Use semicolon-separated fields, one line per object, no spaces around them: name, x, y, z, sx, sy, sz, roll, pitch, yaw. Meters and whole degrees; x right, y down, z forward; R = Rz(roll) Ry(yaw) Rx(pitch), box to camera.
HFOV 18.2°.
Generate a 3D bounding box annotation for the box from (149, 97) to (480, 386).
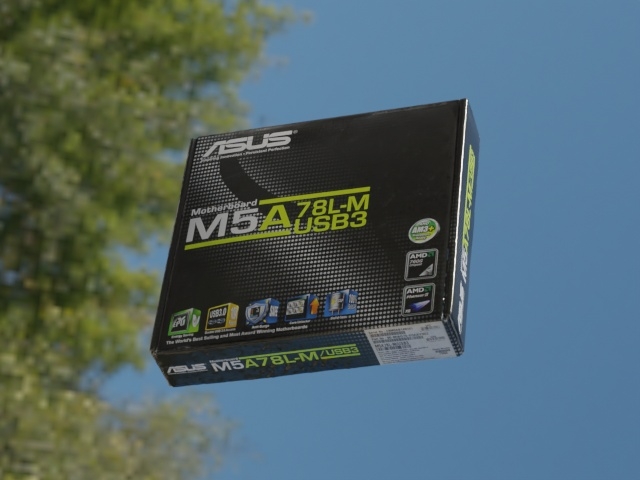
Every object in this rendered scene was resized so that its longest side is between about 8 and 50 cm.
box;0.000;0.000;1.235;0.045;0.190;0.184;64;25;-46
